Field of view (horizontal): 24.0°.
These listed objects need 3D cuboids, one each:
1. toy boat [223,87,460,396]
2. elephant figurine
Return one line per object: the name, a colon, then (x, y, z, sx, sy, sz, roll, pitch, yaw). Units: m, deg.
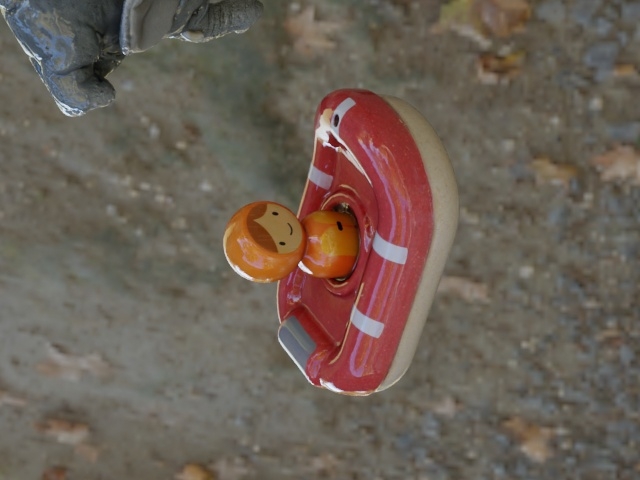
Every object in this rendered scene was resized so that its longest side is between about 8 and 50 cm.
toy boat: (0.000, 0.000, 1.109, 0.151, 0.151, 0.231, 1, 117, -30)
elephant figurine: (-0.188, -0.244, 1.499, 0.239, 0.169, 0.186, -32, -175, -6)
